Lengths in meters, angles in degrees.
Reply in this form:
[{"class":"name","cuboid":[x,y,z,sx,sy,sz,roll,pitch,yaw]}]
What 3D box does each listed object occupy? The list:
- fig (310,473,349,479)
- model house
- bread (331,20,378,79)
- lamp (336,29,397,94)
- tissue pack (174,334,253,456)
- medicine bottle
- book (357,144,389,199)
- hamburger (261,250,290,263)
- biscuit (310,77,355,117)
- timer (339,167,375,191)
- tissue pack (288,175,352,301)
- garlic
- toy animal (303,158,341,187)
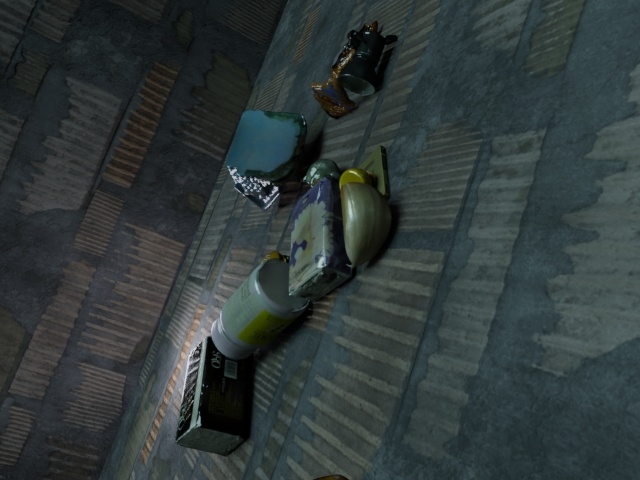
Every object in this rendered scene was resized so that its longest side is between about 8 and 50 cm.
[{"class":"fig","cuboid":[0.035,0.633,1.262,0.159,0.159,0.257,-49,48,35]},{"class":"model house","cuboid":[-0.200,-0.302,2.486,0.339,0.298,0.360,82,-164,-59]},{"class":"bread","cuboid":[0.142,-0.753,2.354,0.269,0.095,0.139,-50,27,3]},{"class":"lamp","cuboid":[0.158,-0.663,2.126,0.147,0.172,0.227,2,72,67]},{"class":"tissue pack","cuboid":[-0.365,0.534,2.082,0.198,0.210,0.369,-52,26,39]},{"class":"medicine bottle","cuboid":[-0.212,0.243,2.017,0.378,0.214,0.213,-46,31,40]},{"class":"book","cuboid":[0.153,-0.173,1.859,0.161,0.026,0.230,-45,32,39]},{"class":"hamburger","cuboid":[-0.159,0.115,2.142,0.162,0.115,0.162,-47,28,35]},{"class":"biscuit","cuboid":[0.045,-0.534,2.248,0.043,0.183,0.280,-61,-6,-16]},{"class":"timer","cuboid":[0.101,-0.164,1.789,0.107,0.109,0.107,17,116,38]},{"class":"tissue pack","cuboid":[0.000,0.000,1.879,0.242,0.125,0.343,-40,41,48]},{"class":"garlic","cuboid":[0.116,-0.048,1.666,0.164,0.146,0.244,-8,82,56]},{"class":"toy animal","cuboid":[0.035,-0.202,2.032,0.251,0.126,0.127,-143,49,-60]}]
